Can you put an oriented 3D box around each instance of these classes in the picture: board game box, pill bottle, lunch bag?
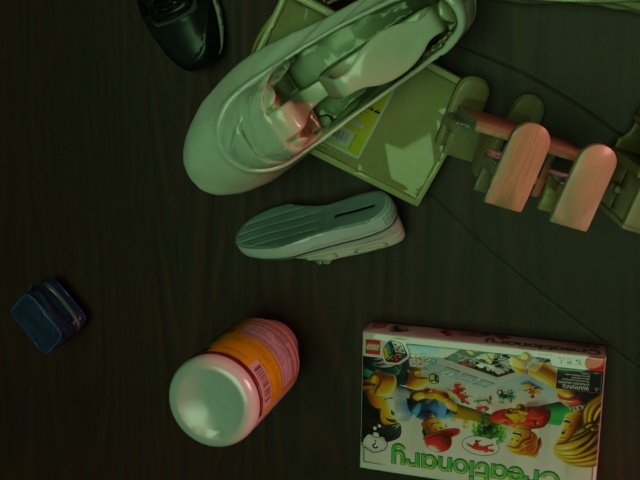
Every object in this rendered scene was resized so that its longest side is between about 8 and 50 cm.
[{"bbox_3d":[0.203,0.216,1.224,0.305,0.053,0.193,4,103,17],"label":"board game box"},{"bbox_3d":[-0.100,0.171,1.225,0.117,0.215,0.117,4,103,17],"label":"pill bottle"},{"bbox_3d":[-0.395,0.105,1.388,0.067,0.065,0.098,-38,90,37],"label":"lunch bag"}]

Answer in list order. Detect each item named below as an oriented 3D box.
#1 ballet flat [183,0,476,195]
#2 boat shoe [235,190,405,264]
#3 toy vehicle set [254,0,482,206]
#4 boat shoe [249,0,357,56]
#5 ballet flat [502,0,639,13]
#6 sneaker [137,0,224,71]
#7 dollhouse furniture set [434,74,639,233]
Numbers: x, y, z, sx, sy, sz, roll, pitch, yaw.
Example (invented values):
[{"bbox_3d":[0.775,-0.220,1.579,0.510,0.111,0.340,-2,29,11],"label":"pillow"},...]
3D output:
[{"bbox_3d":[-0.002,-0.173,1.071,0.400,0.139,0.139,-33,91,14],"label":"ballet flat"},{"bbox_3d":[0.000,0.000,1.228,0.226,0.083,0.076,-8,135,28],"label":"boat shoe"},{"bbox_3d":[0.041,-0.173,1.159,0.266,0.035,0.166,27,109,-7],"label":"toy vehicle set"},{"bbox_3d":[-0.017,-0.264,1.175,0.178,0.064,0.060,-42,59,19],"label":"boat shoe"},{"bbox_3d":[0.277,-0.304,1.071,0.248,0.086,0.086,9,104,16],"label":"ballet flat"},{"bbox_3d":[-0.220,-0.344,1.199,0.107,0.124,0.283,-20,95,21],"label":"sneaker"},{"bbox_3d":[0.278,-0.122,1.048,0.242,0.212,0.161,15,110,-13],"label":"dollhouse furniture set"}]
